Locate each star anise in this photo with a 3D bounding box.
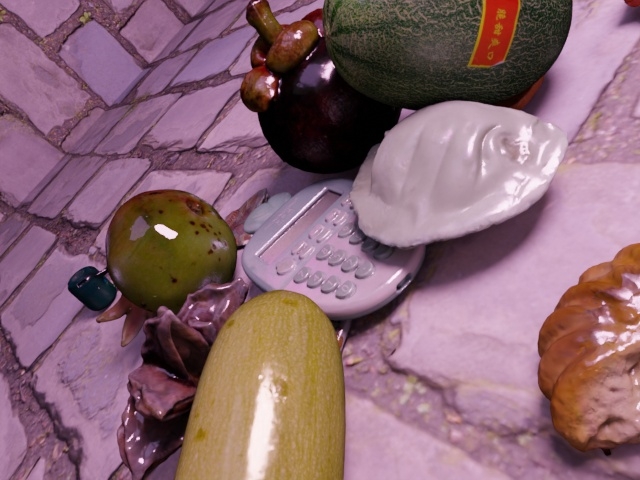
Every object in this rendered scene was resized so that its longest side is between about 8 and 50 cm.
[{"bbox_3d":[-0.140,0.129,0.511,0.209,0.089,0.231,-62,0,-13],"label":"star anise"}]

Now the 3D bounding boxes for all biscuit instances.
[{"bbox_3d":[0.214,0.051,0.324,0.183,0.061,0.118,-39,33,8],"label":"biscuit"},{"bbox_3d":[0.223,-0.178,0.592,0.091,0.015,0.078,-51,34,-10],"label":"biscuit"}]

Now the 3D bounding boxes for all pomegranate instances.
[{"bbox_3d":[-0.221,0.041,0.684,0.224,0.181,0.181,-52,33,14],"label":"pomegranate"}]

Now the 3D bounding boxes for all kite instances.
[{"bbox_3d":[-0.173,-0.001,0.806,0.229,0.016,0.127,-29,34,20],"label":"kite"}]

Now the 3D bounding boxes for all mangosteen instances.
[{"bbox_3d":[-0.010,-0.209,0.654,0.211,0.250,0.211,-33,31,22],"label":"mangosteen"}]

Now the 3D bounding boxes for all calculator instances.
[{"bbox_3d":[0.000,0.000,0.593,0.184,0.042,0.295,-44,36,-14],"label":"calculator"}]

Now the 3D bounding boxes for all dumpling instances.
[{"bbox_3d":[0.129,-0.058,0.494,0.219,0.108,0.153,-2,78,42],"label":"dumpling"}]

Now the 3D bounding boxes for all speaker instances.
[{"bbox_3d":[-0.399,0.079,0.896,0.094,0.075,0.060,-29,36,5],"label":"speaker"}]

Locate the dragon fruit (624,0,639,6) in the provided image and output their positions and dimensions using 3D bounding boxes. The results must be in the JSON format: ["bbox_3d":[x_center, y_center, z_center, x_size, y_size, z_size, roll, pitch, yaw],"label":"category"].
[{"bbox_3d":[0.371,-0.285,0.500,0.116,0.081,0.086,4,46,48],"label":"dragon fruit"}]

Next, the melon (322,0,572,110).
[{"bbox_3d":[0.143,-0.228,0.519,0.287,0.183,0.182,-7,29,-20],"label":"melon"}]

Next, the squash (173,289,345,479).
[{"bbox_3d":[-0.045,0.145,0.413,0.132,0.132,0.247,-23,44,27],"label":"squash"}]

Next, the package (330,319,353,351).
[{"bbox_3d":[0.013,0.103,0.509,0.037,0.015,0.110,2,56,40],"label":"package"}]
